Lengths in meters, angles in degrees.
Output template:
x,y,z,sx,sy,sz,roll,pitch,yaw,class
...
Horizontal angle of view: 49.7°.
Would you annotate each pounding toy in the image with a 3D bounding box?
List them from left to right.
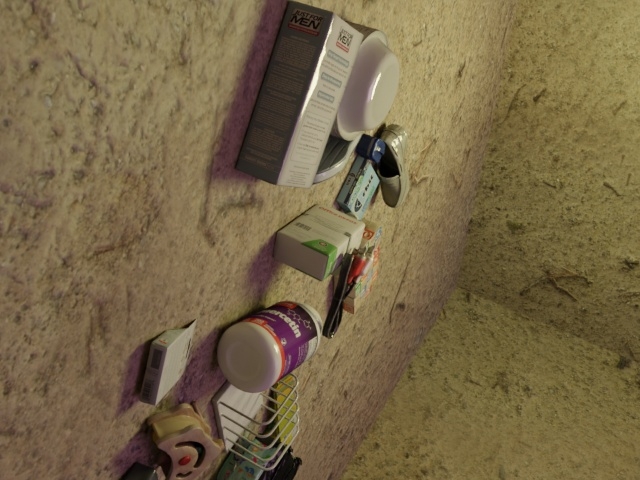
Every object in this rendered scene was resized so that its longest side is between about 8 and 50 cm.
x,y,z,sx,sy,sz,roll,pitch,yaw,class
-0.344,0.478,1.666,0.154,0.155,0.270,-32,140,-9,pounding toy

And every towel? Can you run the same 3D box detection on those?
x,y,z,sx,sy,sz,roll,pitch,yaw,class
-0.115,0.536,2.261,0.102,0.021,0.237,-31,127,-51,towel

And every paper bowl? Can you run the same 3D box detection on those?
x,y,z,sx,sy,sz,roll,pitch,yaw,class
0.099,-0.392,1.743,0.284,0.148,0.284,-52,154,-38,paper bowl

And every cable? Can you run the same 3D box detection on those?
x,y,z,sx,sy,sz,roll,pitch,yaw,class
0.073,0.140,1.870,0.139,0.072,0.288,6,103,-73,cable

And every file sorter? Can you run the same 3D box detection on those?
x,y,z,sx,sy,sz,roll,pitch,yaw,class
-0.169,0.491,1.955,0.193,0.173,0.278,-49,153,-37,file sorter

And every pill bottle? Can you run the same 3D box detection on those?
x,y,z,sx,sy,sz,roll,pitch,yaw,class
-0.119,0.267,1.835,0.323,0.181,0.182,-23,132,-62,pill bottle

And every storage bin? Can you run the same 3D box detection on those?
x,y,z,sx,sy,sz,roll,pitch,yaw,class
-0.411,0.582,1.589,0.091,0.098,0.135,-61,161,-43,storage bin

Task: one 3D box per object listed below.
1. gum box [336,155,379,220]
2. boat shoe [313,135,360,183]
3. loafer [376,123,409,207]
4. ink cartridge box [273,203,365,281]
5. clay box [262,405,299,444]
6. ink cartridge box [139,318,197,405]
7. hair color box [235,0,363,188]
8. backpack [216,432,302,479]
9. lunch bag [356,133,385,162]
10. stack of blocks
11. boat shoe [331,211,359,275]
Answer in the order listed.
x,y,z,sx,sy,sz,roll,pitch,yaw,class
0.120,-0.158,2.172,0.157,0.041,0.184,-64,160,-7,gum box
0.032,-0.214,1.819,0.302,0.109,0.094,-48,154,-46,boat shoe
0.227,-0.231,2.279,0.111,0.112,0.320,-45,142,-35,loafer
0.000,0.000,1.878,0.219,0.160,0.093,-37,146,-51,ink cartridge box
-0.150,0.672,2.345,0.222,0.053,0.128,-44,147,-43,clay box
-0.335,0.260,1.532,0.179,0.045,0.146,-61,167,-73,ink cartridge box
-0.043,-0.310,1.529,0.185,0.113,0.375,-3,115,-67,hair color box
-0.199,0.733,2.090,0.254,0.190,0.225,-63,149,-31,backpack
0.159,-0.278,2.110,0.067,0.065,0.098,-68,158,2,lunch bag
0.123,0.089,2.364,0.171,0.087,0.297,-49,153,-38,stack of blocks
0.075,0.003,2.193,0.081,0.079,0.228,-47,158,-59,boat shoe
